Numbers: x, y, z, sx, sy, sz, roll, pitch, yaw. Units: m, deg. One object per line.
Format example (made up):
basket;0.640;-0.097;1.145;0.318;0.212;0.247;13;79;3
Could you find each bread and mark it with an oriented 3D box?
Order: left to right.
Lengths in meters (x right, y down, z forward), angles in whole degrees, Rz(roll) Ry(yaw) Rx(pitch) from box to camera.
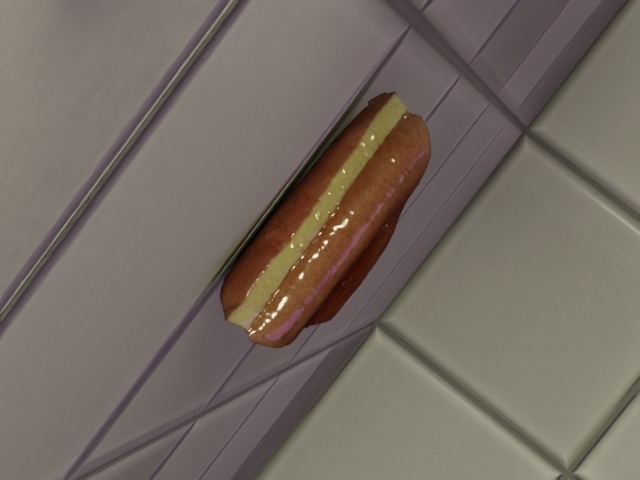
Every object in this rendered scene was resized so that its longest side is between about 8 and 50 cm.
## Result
bread;-0.001;-0.001;1.087;0.192;0.067;0.119;-51;166;-17
